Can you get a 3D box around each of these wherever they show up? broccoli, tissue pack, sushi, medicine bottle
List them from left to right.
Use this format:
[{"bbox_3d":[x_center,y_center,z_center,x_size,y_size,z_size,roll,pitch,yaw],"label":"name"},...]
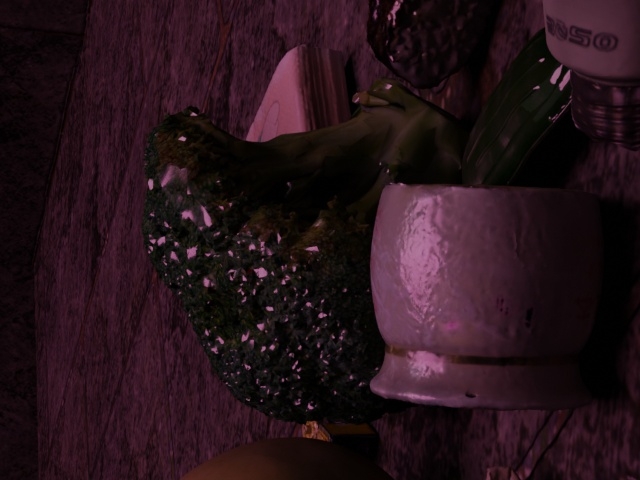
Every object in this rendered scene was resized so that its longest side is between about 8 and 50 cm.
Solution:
[{"bbox_3d":[-0.010,-0.012,1.514,0.170,0.071,0.325,119,149,-50],"label":"tissue pack"},{"bbox_3d":[0.000,0.000,1.218,0.275,0.308,0.308,-58,21,4],"label":"broccoli"},{"bbox_3d":[0.089,-0.195,1.216,0.078,0.090,0.150,-122,41,-57],"label":"sushi"},{"bbox_3d":[0.105,0.036,1.000,0.147,0.147,0.143,-177,89,-73],"label":"medicine bottle"}]

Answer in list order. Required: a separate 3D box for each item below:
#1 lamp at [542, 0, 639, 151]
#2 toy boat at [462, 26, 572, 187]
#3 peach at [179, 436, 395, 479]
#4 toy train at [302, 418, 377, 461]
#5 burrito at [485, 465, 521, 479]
[{"bbox_3d":[0.176,-0.192,0.856,0.182,0.182,0.314,-138,34,-69],"label":"lamp"},{"bbox_3d":[0.142,-0.087,1.074,0.210,0.052,0.104,121,166,-53],"label":"toy boat"},{"bbox_3d":[-0.018,0.298,1.185,0.292,0.247,0.292,158,90,-83],"label":"peach"},{"bbox_3d":[0.006,0.247,1.416,0.081,0.060,0.202,-141,57,-61],"label":"toy train"},{"bbox_3d":[0.132,0.249,0.998,0.087,0.060,0.226,119,150,-44],"label":"burrito"}]
